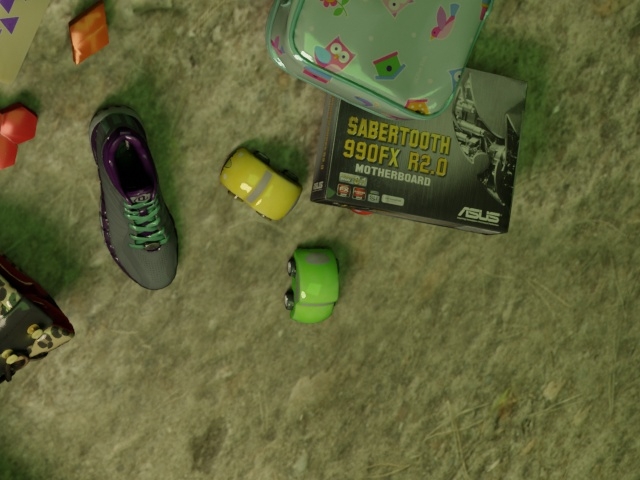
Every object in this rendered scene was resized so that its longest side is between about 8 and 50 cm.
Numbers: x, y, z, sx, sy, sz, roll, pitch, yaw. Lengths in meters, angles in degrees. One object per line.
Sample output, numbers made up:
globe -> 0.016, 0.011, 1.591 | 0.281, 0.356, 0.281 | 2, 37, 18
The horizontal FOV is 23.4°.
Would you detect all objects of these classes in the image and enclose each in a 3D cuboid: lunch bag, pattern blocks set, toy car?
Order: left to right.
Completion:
pattern blocks set -> -0.359, -0.258, 1.622 | 0.285, 0.026, 0.325 | 29, 104, -25
toy car -> 0.000, 0.000, 1.814 | 0.239, 0.053, 0.225 | -2, 111, -15
lunch bag -> 0.072, -0.285, 1.666 | 0.224, 0.108, 0.279 | 22, 85, -16

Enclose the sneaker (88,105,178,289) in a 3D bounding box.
sneaker -> -0.207, -0.033, 1.717 | 0.083, 0.098, 0.224 | -18, 114, -8

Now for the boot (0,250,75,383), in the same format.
boot -> -0.385, 0.186, 1.706 | 0.284, 0.138, 0.377 | -43, 94, 1

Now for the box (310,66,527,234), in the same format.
box -> 0.115, -0.114, 1.767 | 0.231, 0.056, 0.183 | 11, 85, -19
